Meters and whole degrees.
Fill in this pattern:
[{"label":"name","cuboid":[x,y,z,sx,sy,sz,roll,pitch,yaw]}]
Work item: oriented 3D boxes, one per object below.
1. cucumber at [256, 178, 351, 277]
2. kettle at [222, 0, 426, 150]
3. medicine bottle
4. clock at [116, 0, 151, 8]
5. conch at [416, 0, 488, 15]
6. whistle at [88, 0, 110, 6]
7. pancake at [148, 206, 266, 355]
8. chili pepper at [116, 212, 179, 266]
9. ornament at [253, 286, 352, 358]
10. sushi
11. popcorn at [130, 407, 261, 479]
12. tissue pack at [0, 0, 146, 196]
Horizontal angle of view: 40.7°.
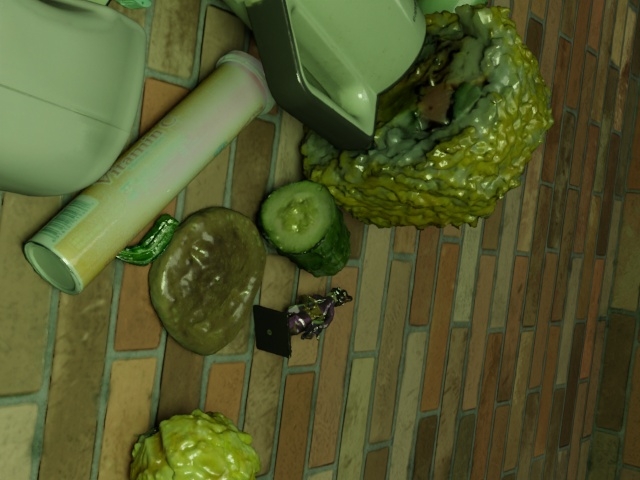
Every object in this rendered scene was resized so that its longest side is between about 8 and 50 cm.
[{"label":"cucumber","cuboid":[-0.003,0.000,1.461,0.244,0.134,0.134,46,59,-60]},{"label":"kettle","cuboid":[-0.015,-0.340,1.246,0.376,0.250,0.361,41,42,-49]},{"label":"medicine bottle","cuboid":[-0.222,-0.102,1.180,0.426,0.108,0.108,-50,133,-33]},{"label":"clock","cuboid":[-0.248,-0.383,1.136,0.101,0.041,0.135,32,71,-51]},{"label":"conch","cuboid":[0.233,-0.414,1.706,0.137,0.143,0.251,22,92,-10]},{"label":"whistle","cuboid":[-0.338,-0.326,1.007,0.114,0.077,0.235,-54,151,13]},{"label":"pancake","cuboid":[-0.161,0.065,1.329,0.242,0.050,0.242,-14,108,-50]},{"label":"chili pepper","cuboid":[-0.249,0.006,1.220,0.118,0.035,0.055,-30,107,-35]},{"label":"ornament","cuboid":[-0.027,0.128,1.496,0.203,0.081,0.088,-26,118,-50]},{"label":"sushi","cuboid":[0.179,-0.211,1.451,0.240,0.396,0.351,37,60,-45]},{"label":"popcorn","cuboid":[-0.183,0.335,1.269,0.212,0.198,0.198,-40,132,-75]},{"label":"tissue pack","cuboid":[-0.358,-0.167,0.875,0.333,0.229,0.236,16,92,-53]}]
